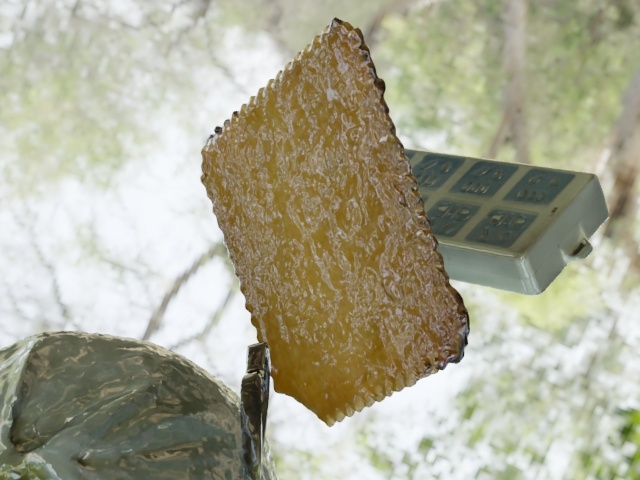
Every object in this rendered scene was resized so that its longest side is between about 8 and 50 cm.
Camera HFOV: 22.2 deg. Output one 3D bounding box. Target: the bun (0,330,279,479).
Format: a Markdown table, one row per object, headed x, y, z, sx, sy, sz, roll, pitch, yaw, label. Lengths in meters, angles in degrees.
| x | y | z | sx | sy | sz | roll | pitch | yaw | label |
| --- | --- | --- | --- | --- | --- | --- | --- | --- | --- |
| -0.201 | 0.237 | 1.268 | 0.362 | 0.362 | 0.211 | 26 | 165 | 23 | bun |

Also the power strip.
| x | y | z | sx | sy | sz | roll | pitch | yaw | label |
| --- | --- | --- | --- | --- | --- | --- | --- | --- | --- |
| 0.055 | -0.028 | 1.290 | 0.367 | 0.106 | 0.043 | 11 | 135 | 44 | power strip |

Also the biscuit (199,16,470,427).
| x | y | z | sx | sy | sz | roll | pitch | yaw | label |
| --- | --- | --- | --- | --- | --- | --- | --- | --- | --- |
| 0.000 | 0.000 | 1.078 | 0.013 | 0.232 | 0.237 | -12 | 166 | -33 | biscuit |

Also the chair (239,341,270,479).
| x | y | z | sx | sy | sz | roll | pitch | yaw | label |
| --- | --- | --- | --- | --- | --- | --- | --- | --- | --- |
| -0.127 | 0.160 | 0.564 | 0.170 | 0.159 | 0.325 | 11 | -152 | 4 | chair |
